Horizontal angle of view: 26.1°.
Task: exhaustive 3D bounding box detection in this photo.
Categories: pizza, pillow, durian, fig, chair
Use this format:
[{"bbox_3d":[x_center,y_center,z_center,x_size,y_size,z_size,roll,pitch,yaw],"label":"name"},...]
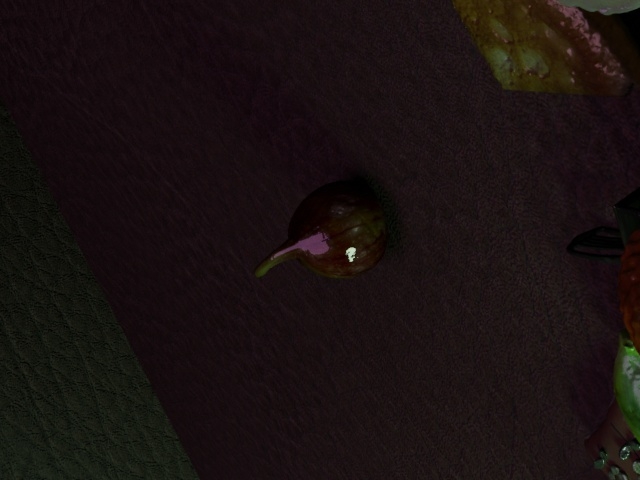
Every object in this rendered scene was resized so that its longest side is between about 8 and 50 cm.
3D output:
[{"bbox_3d":[0.267,-0.296,1.685,0.258,0.087,0.268,56,162,-27],"label":"pizza"},{"bbox_3d":[0.455,0.317,1.985,0.171,0.075,0.179,49,150,20],"label":"pillow"},{"bbox_3d":[0.471,0.222,1.851,0.139,0.101,0.250,-17,100,60],"label":"durian"},{"bbox_3d":[0.005,-0.004,2.283,0.175,0.207,0.175,40,138,48],"label":"fig"},{"bbox_3d":[0.398,-0.024,1.774,0.212,0.084,0.101,18,133,52],"label":"chair"}]

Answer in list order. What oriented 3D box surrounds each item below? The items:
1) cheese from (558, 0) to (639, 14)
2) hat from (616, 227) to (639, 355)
[{"bbox_3d":[0.317,-0.408,1.427,0.292,0.153,0.332,52,137,-6],"label":"cheese"},{"bbox_3d":[0.522,0.124,1.625,0.285,0.285,0.400,35,169,39],"label":"hat"}]
